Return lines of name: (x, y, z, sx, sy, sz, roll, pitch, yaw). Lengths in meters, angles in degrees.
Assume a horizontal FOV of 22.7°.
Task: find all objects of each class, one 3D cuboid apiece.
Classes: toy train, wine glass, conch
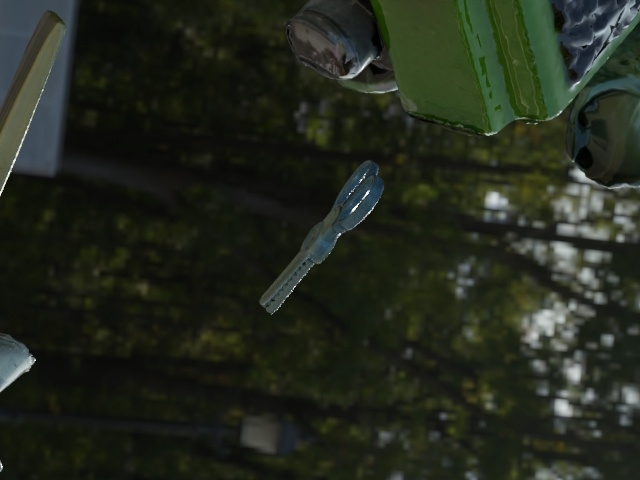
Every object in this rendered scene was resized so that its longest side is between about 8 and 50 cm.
toy train: (0.125, -0.218, 1.201, 0.307, 0.249, 0.173, -47, 138, -27)
wine glass: (-0.470, 0.230, 2.196, 0.122, 0.122, 0.183, 115, -14, -55)
conch: (0.380, -0.149, 1.740, 0.134, 0.202, 0.196, -49, 152, -72)

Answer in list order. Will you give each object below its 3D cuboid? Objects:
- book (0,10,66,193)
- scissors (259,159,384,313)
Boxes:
book: (-0.346, -0.147, 1.804, 0.239, 0.035, 0.352, -66, -167, 4)
scissors: (0.000, 0.000, 2.198, 0.256, 0.030, 0.125, -50, -163, 17)
